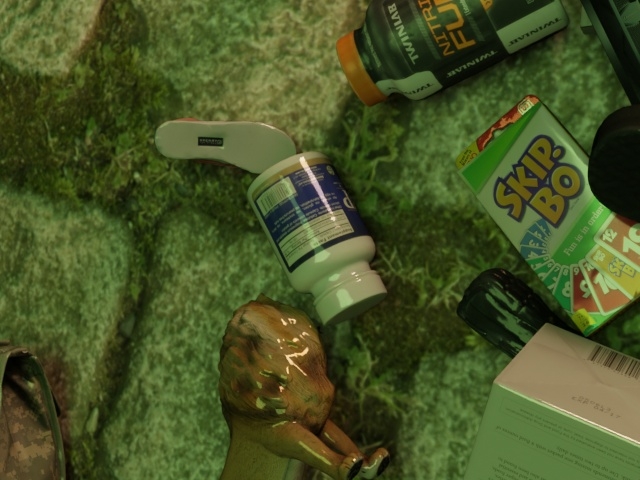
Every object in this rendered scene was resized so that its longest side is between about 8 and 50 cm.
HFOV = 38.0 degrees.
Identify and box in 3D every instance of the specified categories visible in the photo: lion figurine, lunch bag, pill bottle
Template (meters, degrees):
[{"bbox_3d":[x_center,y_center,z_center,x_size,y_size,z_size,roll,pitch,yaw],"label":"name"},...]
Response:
[{"bbox_3d":[-0.063,0.277,1.087,0.240,0.142,0.392,27,101,30],"label":"lion figurine"},{"bbox_3d":[-0.476,0.275,1.241,0.235,0.169,0.287,-3,89,23],"label":"lunch bag"},{"bbox_3d":[0.000,0.000,1.093,0.112,0.112,0.187,-32,75,17],"label":"pill bottle"},{"bbox_3d":[0.141,-0.242,1.044,0.245,0.130,0.131,-25,77,19],"label":"pill bottle"}]

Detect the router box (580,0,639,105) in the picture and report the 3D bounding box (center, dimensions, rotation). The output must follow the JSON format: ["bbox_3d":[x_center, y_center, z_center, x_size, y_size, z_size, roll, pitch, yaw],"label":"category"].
[{"bbox_3d":[0.382,-0.260,0.890,0.243,0.081,0.309,-24,94,39],"label":"router box"}]

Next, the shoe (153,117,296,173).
[{"bbox_3d":[-0.120,-0.126,1.182,0.177,0.081,0.064,5,101,-6],"label":"shoe"}]

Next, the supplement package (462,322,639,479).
[{"bbox_3d":[0.234,0.263,0.900,0.177,0.175,0.293,22,113,22],"label":"supplement package"}]

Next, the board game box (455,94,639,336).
[{"bbox_3d":[0.261,-0.034,1.020,0.124,0.039,0.259,-42,65,18],"label":"board game box"}]

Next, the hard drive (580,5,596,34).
[{"bbox_3d":[0.396,-0.378,0.997,0.203,0.040,0.308,4,87,23],"label":"hard drive"}]

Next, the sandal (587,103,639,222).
[{"bbox_3d":[0.483,-0.049,0.869,0.445,0.168,0.107,20,53,11],"label":"sandal"}]

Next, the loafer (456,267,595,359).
[{"bbox_3d":[0.244,0.124,1.007,0.223,0.076,0.078,43,121,16],"label":"loafer"}]
